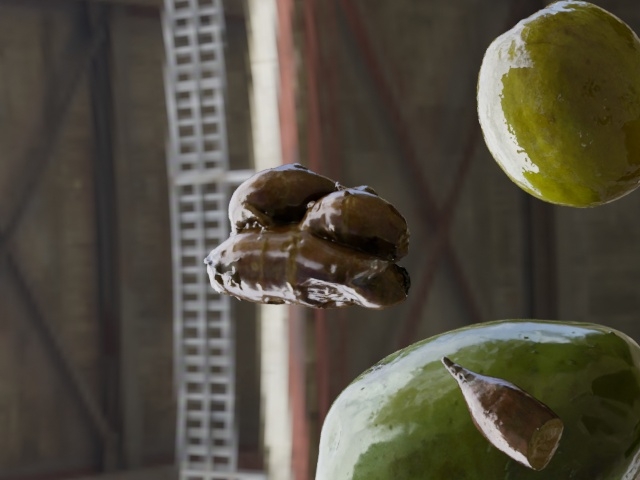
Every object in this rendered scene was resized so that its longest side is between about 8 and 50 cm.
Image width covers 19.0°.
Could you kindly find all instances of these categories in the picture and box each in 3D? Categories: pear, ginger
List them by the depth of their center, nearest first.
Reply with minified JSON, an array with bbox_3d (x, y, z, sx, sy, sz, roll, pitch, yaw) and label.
[{"bbox_3d":[0.000,0.000,1.369,0.073,0.162,0.103,38,-117,-59],"label":"ginger"},{"bbox_3d":[0.197,-0.109,1.522,0.149,0.149,0.162,-41,-72,-42],"label":"pear"}]

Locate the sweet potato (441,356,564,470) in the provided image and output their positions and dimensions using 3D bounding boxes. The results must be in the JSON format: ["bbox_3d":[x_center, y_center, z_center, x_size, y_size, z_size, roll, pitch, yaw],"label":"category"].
[{"bbox_3d":[0.133,0.125,1.455,0.049,0.117,0.049,-35,-31,-25],"label":"sweet potato"}]

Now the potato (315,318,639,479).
[{"bbox_3d":[0.134,0.170,1.598,0.216,0.304,0.216,50,-159,-28],"label":"potato"}]
